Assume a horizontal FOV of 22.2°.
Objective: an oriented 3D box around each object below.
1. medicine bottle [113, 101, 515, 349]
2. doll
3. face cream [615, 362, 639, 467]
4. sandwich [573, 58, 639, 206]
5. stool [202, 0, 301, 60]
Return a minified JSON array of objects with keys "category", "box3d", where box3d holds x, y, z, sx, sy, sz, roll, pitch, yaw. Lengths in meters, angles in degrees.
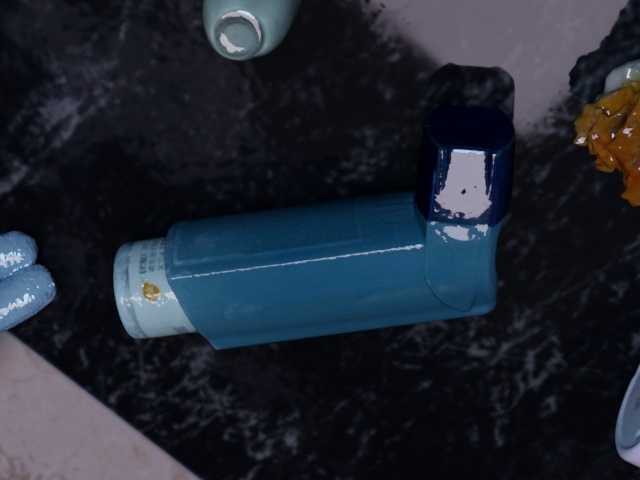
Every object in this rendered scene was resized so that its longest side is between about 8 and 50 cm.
[{"category":"medicine bottle","box3d":[0.000,0.000,0.995,0.258,0.079,0.124,-10,116,12]},{"category":"doll","box3d":[-0.255,0.058,1.065,0.180,0.075,0.120,-27,70,-3]},{"category":"face cream","box3d":[0.357,0.164,1.017,0.346,0.102,0.102,25,115,-6]},{"category":"sandwich","box3d":[0.272,-0.070,0.915,0.212,0.109,0.292,28,115,-7]},{"category":"stool","box3d":[-0.027,-0.223,0.831,0.195,0.198,0.195,-38,106,22]}]
